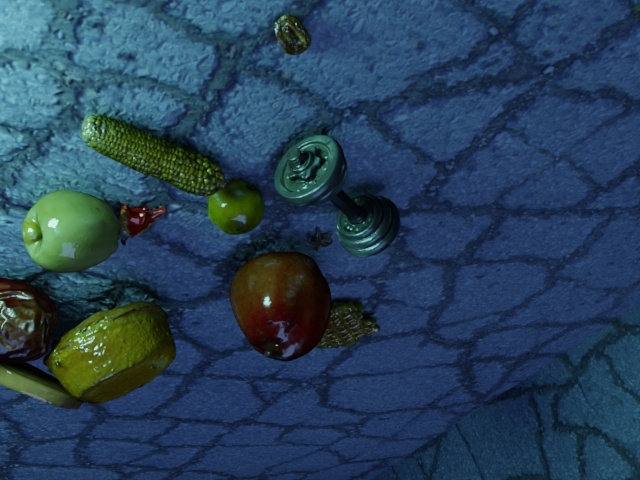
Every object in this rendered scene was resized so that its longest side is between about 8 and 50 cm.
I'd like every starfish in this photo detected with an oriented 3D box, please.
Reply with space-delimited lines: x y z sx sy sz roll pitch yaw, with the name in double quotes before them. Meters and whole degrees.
"starfish" 0.000 0.000 1.608 0.091 0.028 0.078 13 132 -39

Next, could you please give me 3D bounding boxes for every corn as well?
"corn" -0.343 -0.174 1.211 0.320 0.097 0.097 22 130 -36

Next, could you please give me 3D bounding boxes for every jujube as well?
"jujube" -0.836 0.184 1.423 0.342 0.216 0.216 16 134 -24

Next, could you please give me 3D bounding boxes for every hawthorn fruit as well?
"hawthorn fruit" -0.098 0.179 1.582 0.295 0.311 0.295 -19 153 -10

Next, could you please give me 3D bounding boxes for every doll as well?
"doll" -0.454 -0.039 1.381 0.109 0.057 0.169 2 157 -44

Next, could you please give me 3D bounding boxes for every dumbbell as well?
"dumbbell" 0.049 -0.097 1.376 0.179 0.179 0.406 -30 140 19

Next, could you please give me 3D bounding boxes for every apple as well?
"apple" -0.546 -0.019 1.266 0.200 0.200 0.200 -10 143 -7

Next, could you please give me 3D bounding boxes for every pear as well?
"pear" -0.202 -0.071 1.389 0.141 0.104 0.141 -12 140 -10

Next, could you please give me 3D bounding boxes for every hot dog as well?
"hot dog" -0.051 -0.386 1.088 0.058 0.035 0.083 -24 142 17

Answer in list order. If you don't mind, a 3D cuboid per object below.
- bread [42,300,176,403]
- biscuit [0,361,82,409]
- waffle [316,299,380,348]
"bread" -0.571 0.319 1.602 0.337 0.204 0.358 -24 166 -10
"biscuit" -0.824 0.367 1.579 0.351 0.057 0.312 13 158 35
"waffle" 0.060 0.294 1.982 0.281 0.058 0.301 -37 139 28
